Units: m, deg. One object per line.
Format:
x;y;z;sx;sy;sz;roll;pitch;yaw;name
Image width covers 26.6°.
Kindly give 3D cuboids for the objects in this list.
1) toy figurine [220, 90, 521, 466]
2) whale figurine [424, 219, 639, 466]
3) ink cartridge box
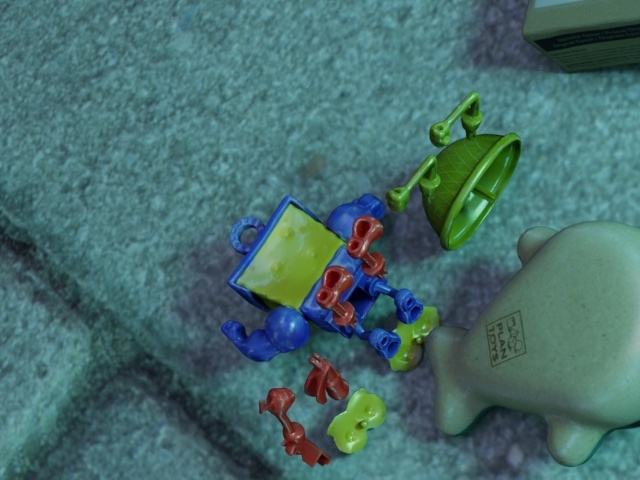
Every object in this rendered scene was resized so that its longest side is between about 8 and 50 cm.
0.000;0.000;1.267;0.217;0.191;0.362;28;83;35;toy figurine
0.215;0.093;1.178;0.272;0.141;0.216;-29;58;40;whale figurine
0.305;-0.286;1.255;0.193;0.088;0.235;-3;67;47;ink cartridge box
